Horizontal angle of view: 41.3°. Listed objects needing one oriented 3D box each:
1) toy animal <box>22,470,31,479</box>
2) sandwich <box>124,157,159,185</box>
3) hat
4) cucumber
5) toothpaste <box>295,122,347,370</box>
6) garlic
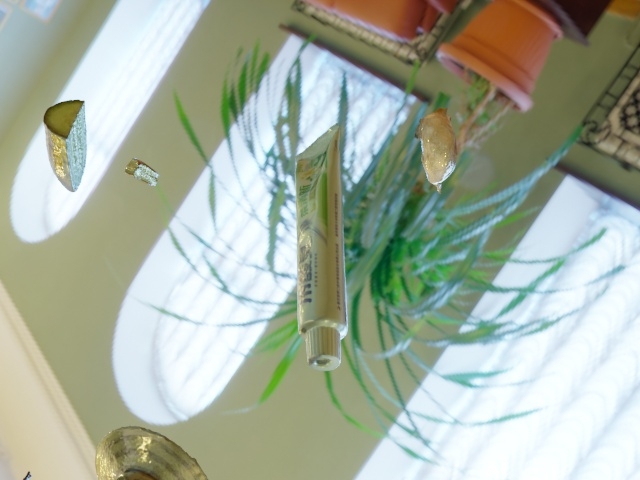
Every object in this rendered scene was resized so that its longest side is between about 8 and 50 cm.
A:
[{"bbox_3d":[-0.378,0.376,0.998,0.220,0.062,0.108,-82,-23,-52],"label":"toy animal"},{"bbox_3d":[-0.301,-0.116,1.405,0.044,0.031,0.083,29,176,14],"label":"sandwich"},{"bbox_3d":[-0.298,0.441,1.398,0.252,0.252,0.110,34,-146,8],"label":"hat"},{"bbox_3d":[-0.503,-0.175,1.671,0.063,0.115,0.244,14,147,-4],"label":"cucumber"},{"bbox_3d":[0.000,0.000,0.901,0.048,0.074,0.297,28,-137,-33],"label":"toothpaste"},{"bbox_3d":[0.210,-0.155,1.476,0.066,0.152,0.084,2,-172,33],"label":"garlic"}]
